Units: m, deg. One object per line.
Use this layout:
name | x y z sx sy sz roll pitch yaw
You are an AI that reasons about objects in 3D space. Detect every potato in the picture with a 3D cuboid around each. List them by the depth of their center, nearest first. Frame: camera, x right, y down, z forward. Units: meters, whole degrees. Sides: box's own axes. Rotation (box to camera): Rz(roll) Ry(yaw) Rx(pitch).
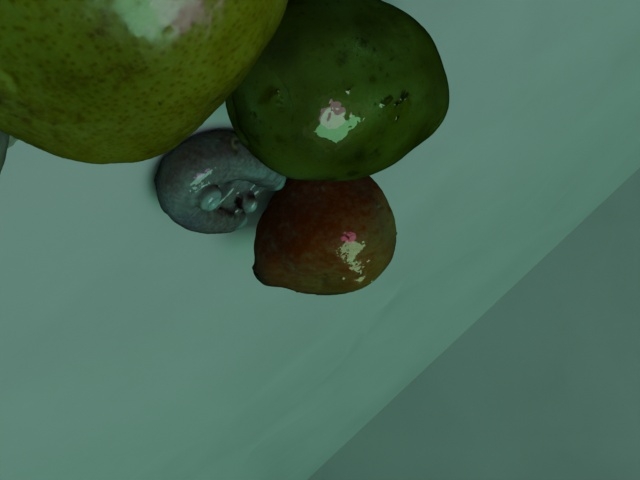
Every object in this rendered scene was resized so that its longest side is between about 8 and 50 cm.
potato | 0.021 -0.179 1.040 0.304 0.216 0.216 -23 154 -49

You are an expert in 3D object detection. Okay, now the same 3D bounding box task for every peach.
peach | 0.000 0.000 1.354 0.232 0.232 0.232 -31 157 -15

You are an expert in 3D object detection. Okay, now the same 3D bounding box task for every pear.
pear | -0.168 -0.211 0.599 0.303 0.304 0.304 -31 157 -15

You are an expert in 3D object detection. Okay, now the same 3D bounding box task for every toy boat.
toy boat | -0.126 -0.065 1.196 0.155 0.085 0.227 -42 157 12

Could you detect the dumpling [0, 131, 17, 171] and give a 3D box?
dumpling | -0.336 -0.089 0.830 0.127 0.108 0.188 -50 159 -51
